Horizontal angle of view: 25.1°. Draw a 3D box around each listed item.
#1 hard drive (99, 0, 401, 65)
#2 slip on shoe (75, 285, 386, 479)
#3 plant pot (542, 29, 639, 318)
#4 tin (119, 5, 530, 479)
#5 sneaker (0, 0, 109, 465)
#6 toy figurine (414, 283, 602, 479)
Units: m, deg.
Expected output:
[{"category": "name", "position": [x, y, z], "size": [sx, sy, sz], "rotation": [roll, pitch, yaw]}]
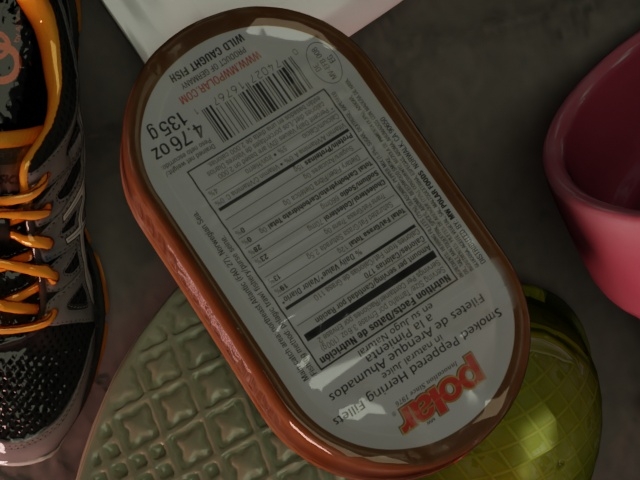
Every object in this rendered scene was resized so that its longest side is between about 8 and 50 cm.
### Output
[{"category": "hard drive", "position": [0.019, -0.210, 0.578], "size": [0.307, 0.040, 0.203], "rotation": [-35, 99, -4]}, {"category": "slip on shoe", "position": [-0.039, 0.129, 0.580], "size": [0.123, 0.101, 0.331], "rotation": [19, 80, 20]}, {"category": "plant pot", "position": [0.211, 0.005, 0.561], "size": [0.201, 0.201, 0.180], "rotation": [-31, 115, -4]}, {"category": "tin", "position": [0.000, 0.000, 0.530], "size": [0.106, 0.040, 0.190], "rotation": [-33, 82, -9]}, {"category": "sneaker", "position": [-0.127, -0.015, 0.555], "size": [0.084, 0.083, 0.215], "rotation": [-5, 98, -9]}, {"category": "toy figurine", "position": [0.092, 0.216, 0.541], "size": [0.191, 0.217, 0.363], "rotation": [18, 93, -10]}]
